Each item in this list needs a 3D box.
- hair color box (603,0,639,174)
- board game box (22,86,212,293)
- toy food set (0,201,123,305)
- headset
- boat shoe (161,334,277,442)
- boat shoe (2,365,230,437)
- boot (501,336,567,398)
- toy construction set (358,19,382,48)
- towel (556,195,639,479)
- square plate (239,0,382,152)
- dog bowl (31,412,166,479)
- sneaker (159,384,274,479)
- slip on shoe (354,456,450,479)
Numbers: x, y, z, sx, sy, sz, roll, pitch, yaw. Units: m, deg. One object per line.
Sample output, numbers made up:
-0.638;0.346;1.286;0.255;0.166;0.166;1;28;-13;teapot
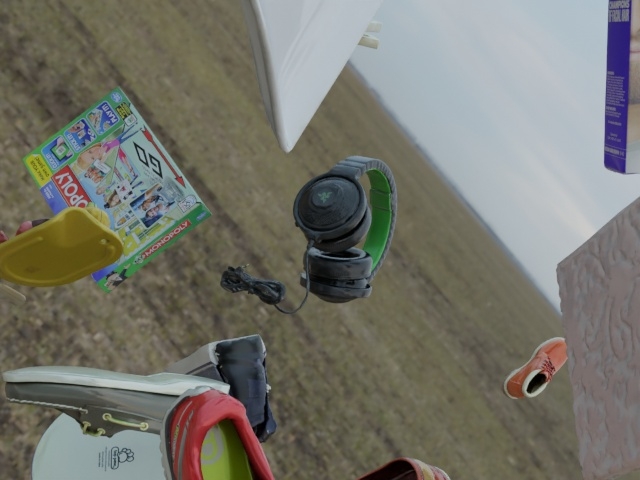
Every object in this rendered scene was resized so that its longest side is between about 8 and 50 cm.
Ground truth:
0.547;-0.276;1.636;0.110;0.185;0.338;-113;-159;-79;hair color box
-0.346;-0.091;1.767;0.317;0.213;0.046;51;-3;32;board game box
-0.349;0.000;1.340;0.128;0.218;0.071;34;41;-50;toy food set
0.000;0.000;1.865;0.394;0.185;0.243;-43;137;-47;headset
-0.164;0.260;1.680;0.340;0.127;0.158;138;-59;-66;boat shoe
-0.273;0.221;1.419;0.305;0.091;0.109;8;-1;-21;boat shoe
0.414;0.237;1.950;0.059;0.158;0.085;52;-16;-5;boot
0.000;-0.388;1.253;0.215;0.327;0.151;3;8;-34;toy construction set
0.408;0.125;1.351;0.317;0.054;0.331;123;-32;-63;towel
0.014;-0.298;0.878;0.049;0.344;0.347;22;-23;16;square plate
-0.301;0.358;1.616;0.104;0.265;0.265;86;-22;-44;dog bowl
-0.077;0.267;0.946;0.118;0.107;0.278;-23;-96;65;sneaker
0.014;0.376;1.334;0.101;0.331;0.123;53;7;-44;slip on shoe
